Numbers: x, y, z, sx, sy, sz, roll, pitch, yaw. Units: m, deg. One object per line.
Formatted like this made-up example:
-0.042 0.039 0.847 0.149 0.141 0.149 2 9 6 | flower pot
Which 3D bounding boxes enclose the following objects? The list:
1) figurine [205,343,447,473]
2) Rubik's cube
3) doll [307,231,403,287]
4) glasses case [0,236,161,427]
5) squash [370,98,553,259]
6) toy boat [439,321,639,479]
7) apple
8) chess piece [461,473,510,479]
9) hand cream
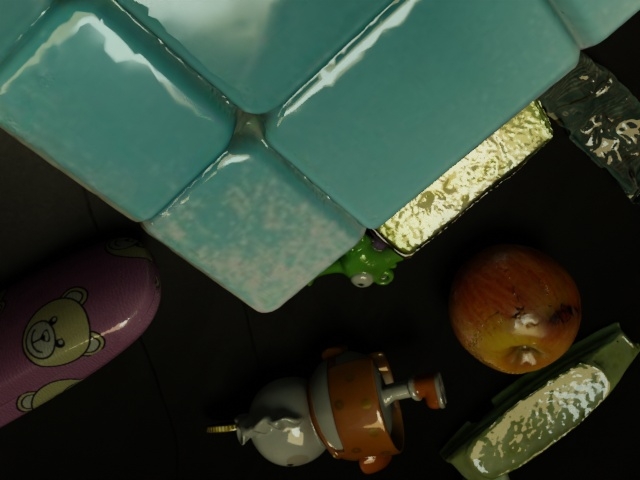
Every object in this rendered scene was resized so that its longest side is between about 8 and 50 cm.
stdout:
0.003 0.184 0.899 0.272 0.143 0.143 2 128 13 | figurine
-0.048 -0.214 0.463 0.322 0.318 0.316 -39 127 14 | Rubik's cube
0.000 0.000 0.803 0.190 0.050 0.115 27 121 -26 | doll
-0.286 0.103 0.747 0.317 0.123 0.075 -30 133 7 | glasses case
0.087 -0.110 0.742 0.192 0.085 0.184 -40 97 11 | squash
0.276 0.214 1.019 0.293 0.055 0.093 -42 90 14 | toy boat
0.210 0.075 0.864 0.147 0.146 0.146 -8 127 -10 | apple
0.198 0.408 1.122 0.139 0.139 0.271 12 109 -23 | chess piece
0.270 -0.122 0.785 0.248 0.052 0.075 32 112 -32 | hand cream
